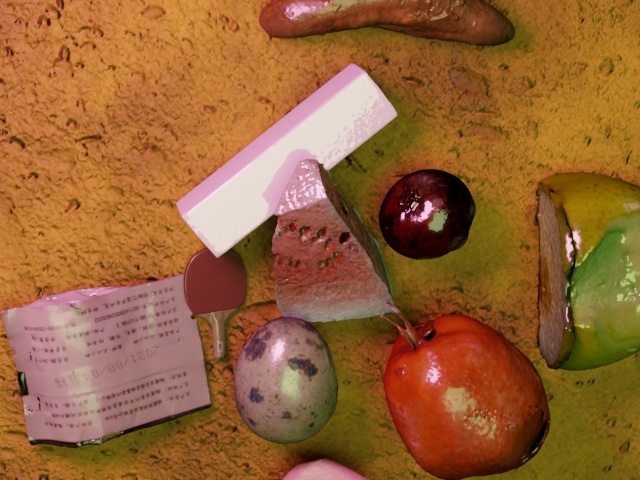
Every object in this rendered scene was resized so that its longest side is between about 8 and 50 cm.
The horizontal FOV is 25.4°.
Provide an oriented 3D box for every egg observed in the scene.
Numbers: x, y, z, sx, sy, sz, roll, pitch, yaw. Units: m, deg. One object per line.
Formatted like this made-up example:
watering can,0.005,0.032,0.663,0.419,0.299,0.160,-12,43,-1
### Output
egg,-0.046,0.183,1.884,0.141,0.141,0.181,-5,118,-11

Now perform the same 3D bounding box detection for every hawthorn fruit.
hawthorn fruit,0.174,0.189,1.899,0.211,0.211,0.299,-35,116,-1

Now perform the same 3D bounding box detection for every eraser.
eraser,-0.045,-0.105,1.837,0.298,0.078,0.076,-38,110,1

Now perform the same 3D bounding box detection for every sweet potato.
sweet potato,0.096,-0.305,1.806,0.342,0.092,0.114,0,131,-12

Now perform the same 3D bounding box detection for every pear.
pear,0.425,0.049,1.945,0.292,0.159,0.292,-4,106,-14

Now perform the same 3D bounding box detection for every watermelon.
watermelon,0.000,0.000,1.836,0.154,0.094,0.241,-13,136,2

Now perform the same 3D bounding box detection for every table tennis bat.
table tennis bat,-0.139,0.082,1.901,0.087,0.013,0.156,-10,107,-20

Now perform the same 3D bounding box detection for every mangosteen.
mangosteen,0.149,-0.029,1.886,0.140,0.140,0.140,-3,106,-12

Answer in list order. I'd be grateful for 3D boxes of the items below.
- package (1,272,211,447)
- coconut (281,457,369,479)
package,-0.277,0.162,1.873,0.251,0.062,0.203,-12,109,-13
coconut,0.021,0.393,1.936,0.183,0.171,0.170,29,100,23
